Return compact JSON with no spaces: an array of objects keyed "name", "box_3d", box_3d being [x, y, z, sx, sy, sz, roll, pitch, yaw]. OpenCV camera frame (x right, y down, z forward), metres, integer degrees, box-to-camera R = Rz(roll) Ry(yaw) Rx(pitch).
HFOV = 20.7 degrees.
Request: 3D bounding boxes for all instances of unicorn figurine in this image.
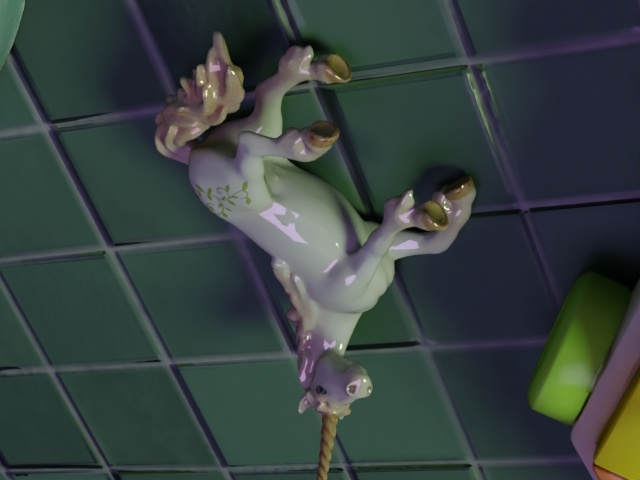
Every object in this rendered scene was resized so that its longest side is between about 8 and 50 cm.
[{"name":"unicorn figurine","box_3d":[0.000,0.000,0.652,0.111,0.060,0.162,-36,90,42]}]

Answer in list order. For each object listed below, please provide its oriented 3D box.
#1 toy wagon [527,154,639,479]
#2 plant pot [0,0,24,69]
[{"name":"toy wagon","box_3d":[0.207,0.078,0.605,0.267,0.068,0.344,24,133,6]},{"name":"plant pot","box_3d":[-0.277,-0.093,0.603,0.293,0.196,0.293,14,132,16]}]
